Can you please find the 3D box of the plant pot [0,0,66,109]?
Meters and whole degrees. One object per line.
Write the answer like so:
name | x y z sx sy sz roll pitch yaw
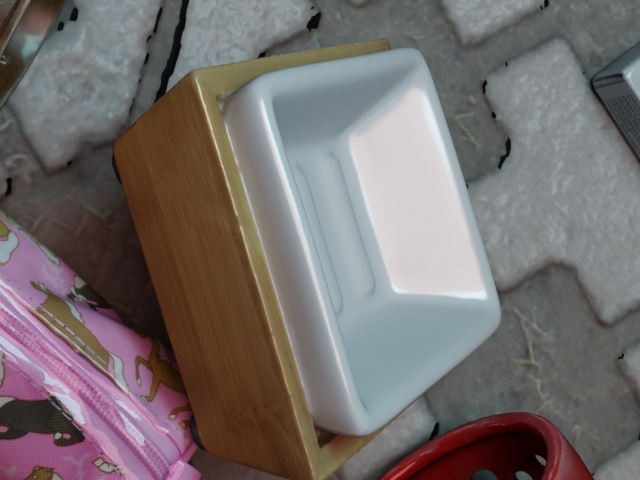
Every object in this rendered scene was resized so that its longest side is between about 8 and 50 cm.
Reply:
plant pot | -0.242 -0.176 0.859 0.165 0.167 0.167 28 80 -7

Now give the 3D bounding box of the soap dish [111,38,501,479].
soap dish | 0.000 0.000 0.878 0.118 0.291 0.229 -15 95 25

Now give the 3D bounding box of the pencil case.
pencil case | -0.232 0.029 0.838 0.160 0.167 0.386 -41 104 18

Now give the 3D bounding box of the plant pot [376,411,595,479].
plant pot | 0.120 0.239 0.941 0.191 0.191 0.174 -38 104 -15

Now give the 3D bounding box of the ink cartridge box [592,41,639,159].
ink cartridge box | 0.378 -0.079 1.101 0.239 0.060 0.275 -37 99 -14
